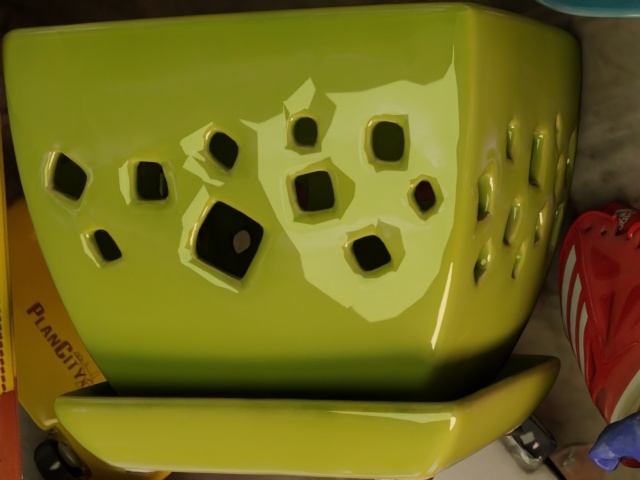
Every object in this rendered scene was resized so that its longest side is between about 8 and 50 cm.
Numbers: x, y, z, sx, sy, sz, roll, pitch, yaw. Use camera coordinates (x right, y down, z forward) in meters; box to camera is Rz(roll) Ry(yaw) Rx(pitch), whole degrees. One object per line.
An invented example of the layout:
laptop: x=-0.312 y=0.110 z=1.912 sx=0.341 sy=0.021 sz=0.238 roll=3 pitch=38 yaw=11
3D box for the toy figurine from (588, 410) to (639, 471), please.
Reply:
toy figurine: x=0.234 y=0.175 z=0.769 sx=0.217 sy=0.191 sz=0.362 roll=-20 pitch=101 yaw=58

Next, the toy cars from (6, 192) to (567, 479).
toy cars: x=-0.040 y=0.083 z=0.969 sx=0.394 sy=0.087 sz=0.176 roll=9 pitch=89 yaw=14

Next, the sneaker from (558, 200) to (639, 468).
sneaker: x=0.177 y=-0.004 z=0.814 sx=0.221 sy=0.087 sz=0.128 roll=-61 pitch=41 yaw=31

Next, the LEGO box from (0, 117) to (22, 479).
LEGO box: x=-0.316 y=-0.145 z=0.811 sx=0.372 sy=0.193 sz=0.500 roll=33 pitch=130 yaw=49

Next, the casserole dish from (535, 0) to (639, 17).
casserole dish: x=0.175 y=-0.167 z=0.802 sx=0.188 sy=0.037 sz=0.114 roll=2 pitch=114 yaw=19

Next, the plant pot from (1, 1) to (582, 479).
plant pot: x=0.000 y=0.000 z=0.803 sx=0.228 sy=0.227 sz=0.207 roll=-2 pitch=92 yaw=21
